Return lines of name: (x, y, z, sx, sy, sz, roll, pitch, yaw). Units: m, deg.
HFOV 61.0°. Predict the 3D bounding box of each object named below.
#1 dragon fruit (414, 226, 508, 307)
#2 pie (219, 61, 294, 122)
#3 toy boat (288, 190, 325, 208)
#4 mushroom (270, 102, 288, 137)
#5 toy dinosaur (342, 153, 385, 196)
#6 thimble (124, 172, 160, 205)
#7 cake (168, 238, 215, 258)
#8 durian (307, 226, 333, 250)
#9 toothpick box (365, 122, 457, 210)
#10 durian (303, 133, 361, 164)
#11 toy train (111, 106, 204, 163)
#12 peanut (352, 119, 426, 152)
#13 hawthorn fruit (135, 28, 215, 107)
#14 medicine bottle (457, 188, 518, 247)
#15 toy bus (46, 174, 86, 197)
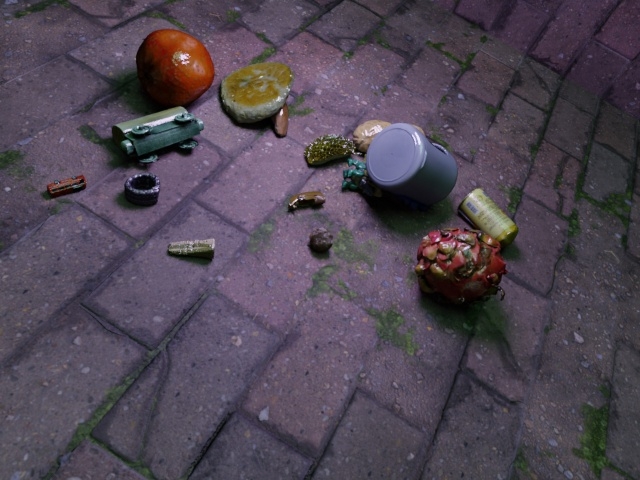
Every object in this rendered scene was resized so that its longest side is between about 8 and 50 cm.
dragon fruit: (0.441, 0.085, 1.779, 0.291, 0.250, 0.269, 7, 69, -24)
pie: (-0.240, -0.580, 2.087, 0.323, 0.071, 0.323, -7, 54, 10)
toy boat: (-0.048, -0.137, 1.882, 0.149, 0.047, 0.049, -14, 60, -32)
mushroom: (-0.164, -0.500, 2.103, 0.072, 0.094, 0.210, -9, 53, -24)
toy dinosaur: (0.155, -0.257, 2.040, 0.153, 0.094, 0.259, 10, 42, -17)
thimble: (-0.551, -0.162, 1.685, 0.104, 0.066, 0.095, 10, 53, -14)
cake: (-0.383, 0.028, 1.629, 0.139, 0.055, 0.051, -3, 54, -3)
durian: (0.000, 0.000, 1.781, 0.091, 0.080, 0.080, -26, 57, 10)
toothpick box: (0.349, -0.248, 1.982, 0.354, 0.263, 0.263, 15, 42, -49)
durian: (0.039, -0.362, 2.059, 0.220, 0.095, 0.137, -12, 55, -26)
toy train: (-0.547, -0.355, 1.828, 0.189, 0.127, 0.307, 21, 38, 40)
peanut: (0.277, -0.407, 2.168, 0.305, 0.147, 0.147, 2, 53, -21)
hawthorn fruit: (-0.513, -0.613, 1.942, 0.275, 0.275, 0.299, 37, 30, 9)
medicine bottle: (0.643, -0.078, 2.073, 0.124, 0.124, 0.239, -23, 65, -35)
toy bus: (-0.756, -0.162, 1.625, 0.110, 0.031, 0.043, -24, 67, -33)
